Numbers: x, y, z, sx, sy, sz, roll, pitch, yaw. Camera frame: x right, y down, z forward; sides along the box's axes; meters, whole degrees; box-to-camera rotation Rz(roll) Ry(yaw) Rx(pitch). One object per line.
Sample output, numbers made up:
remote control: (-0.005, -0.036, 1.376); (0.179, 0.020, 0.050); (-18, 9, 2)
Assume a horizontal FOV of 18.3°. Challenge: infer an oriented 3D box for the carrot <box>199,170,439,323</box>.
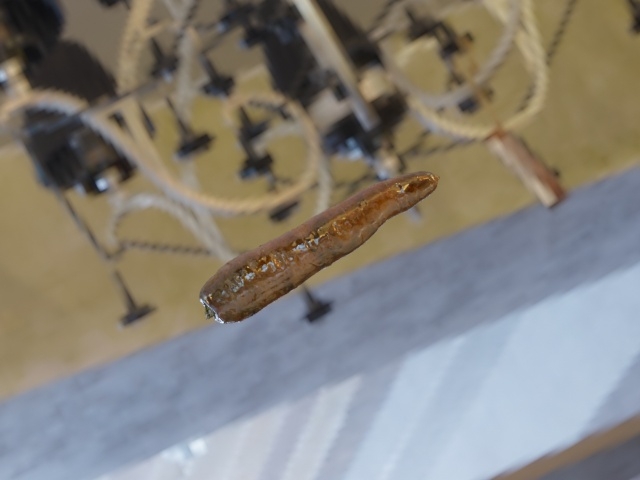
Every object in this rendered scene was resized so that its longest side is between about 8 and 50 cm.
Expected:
carrot: (0.001, 0.001, 1.177); (0.165, 0.036, 0.036); (-30, -22, -7)
